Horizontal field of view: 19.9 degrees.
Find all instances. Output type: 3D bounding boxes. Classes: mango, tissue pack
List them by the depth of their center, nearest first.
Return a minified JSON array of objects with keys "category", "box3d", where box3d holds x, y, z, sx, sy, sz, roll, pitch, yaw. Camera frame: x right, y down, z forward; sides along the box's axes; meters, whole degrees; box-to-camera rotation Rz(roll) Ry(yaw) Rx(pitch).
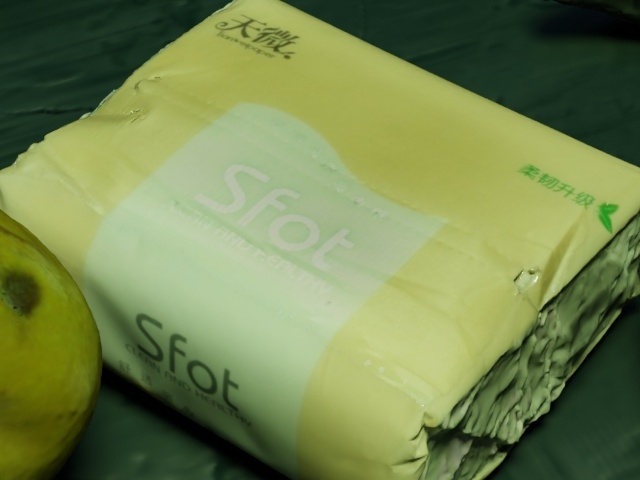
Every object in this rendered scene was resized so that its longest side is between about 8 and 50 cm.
[{"category":"mango","box3d":[-0.196,0.023,0.681,0.262,0.167,0.130,21,90,27]},{"category":"tissue pack","box3d":[0.000,0.000,0.744,0.222,0.090,0.186,30,51,25]}]

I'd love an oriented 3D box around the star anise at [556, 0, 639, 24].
[{"category":"star anise","box3d":[0.263,-0.162,0.883,0.331,0.117,0.332,2,41,-1]}]
